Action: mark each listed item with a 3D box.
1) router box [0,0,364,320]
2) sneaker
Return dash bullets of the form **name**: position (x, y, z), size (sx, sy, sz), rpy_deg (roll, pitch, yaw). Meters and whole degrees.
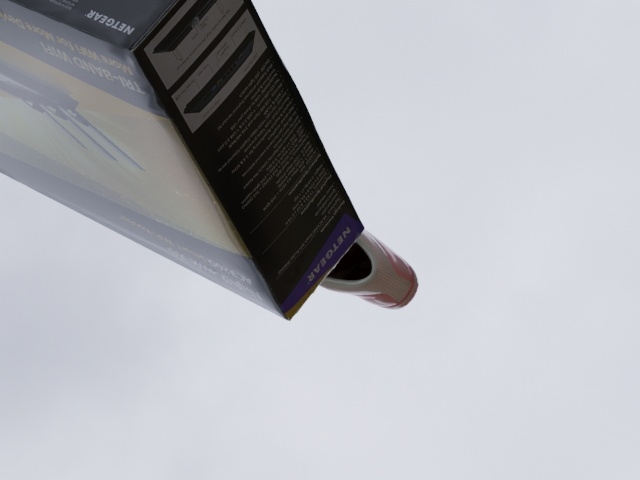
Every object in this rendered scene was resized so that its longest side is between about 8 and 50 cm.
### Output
- **router box**: position (-0.144, -0.102, 1.107), size (0.081, 0.309, 0.243), rpy_deg (-51, -38, -18)
- **sneaker**: position (0.000, 0.000, 1.293), size (0.051, 0.134, 0.070), rpy_deg (-61, -28, 3)
